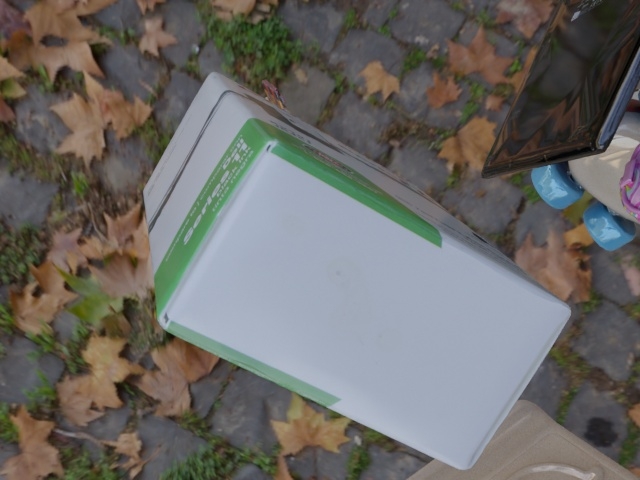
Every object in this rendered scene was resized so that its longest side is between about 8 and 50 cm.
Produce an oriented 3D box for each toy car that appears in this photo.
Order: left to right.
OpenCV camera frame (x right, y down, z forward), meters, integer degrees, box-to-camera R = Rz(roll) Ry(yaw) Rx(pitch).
[{"bbox_3d":[0.431,-0.152,1.261,0.210,0.219,0.238,34,39,-20],"label":"toy car"}]

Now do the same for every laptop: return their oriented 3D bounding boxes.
[{"bbox_3d":[0.405,-0.215,0.976,0.236,0.382,0.407,25,88,-4],"label":"laptop"}]

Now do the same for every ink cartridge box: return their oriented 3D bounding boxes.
[{"bbox_3d":[0.000,0.000,0.443,0.153,0.208,0.086,28,99,-20],"label":"ink cartridge box"}]

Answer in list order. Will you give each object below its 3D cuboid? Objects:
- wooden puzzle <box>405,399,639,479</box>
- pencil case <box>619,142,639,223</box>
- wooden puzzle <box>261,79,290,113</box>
[{"bbox_3d":[0.206,0.336,0.823,0.322,0.080,0.348,-30,41,-23],"label":"wooden puzzle"},{"bbox_3d":[0.433,-0.001,0.992,0.284,0.124,0.124,40,72,-37],"label":"pencil case"},{"bbox_3d":[-0.046,-0.149,1.000,0.006,0.083,0.049,-29,123,-10],"label":"wooden puzzle"}]
